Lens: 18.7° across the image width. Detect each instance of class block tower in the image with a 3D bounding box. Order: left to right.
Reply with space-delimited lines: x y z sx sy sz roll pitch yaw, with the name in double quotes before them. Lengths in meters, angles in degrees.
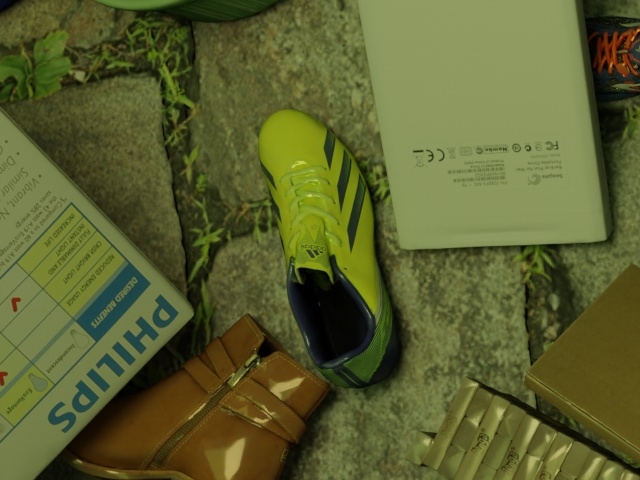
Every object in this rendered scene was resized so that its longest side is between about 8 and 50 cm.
"block tower" 0.245 0.232 1.706 0.335 0.091 0.097 27 92 25

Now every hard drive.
"hard drive" 0.145 -0.144 1.760 0.203 0.040 0.308 -2 109 23

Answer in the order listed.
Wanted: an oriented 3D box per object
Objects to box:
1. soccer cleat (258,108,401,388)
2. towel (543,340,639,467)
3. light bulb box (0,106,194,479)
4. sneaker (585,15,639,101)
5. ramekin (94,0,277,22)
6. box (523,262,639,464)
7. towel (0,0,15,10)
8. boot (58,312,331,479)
"soccer cleat" 0.001 0.000 1.834 0.093 0.121 0.289 -23 73 19
"towel" 0.277 0.125 1.710 0.110 0.027 0.148 -24 56 -19
"light bulb box" -0.383 0.048 1.797 0.358 0.361 0.225 -46 29 -8
"sneaker" 0.295 -0.170 1.750 0.221 0.087 0.083 4 82 24
"ramekin" -0.124 -0.361 1.920 0.303 0.148 0.303 -5 81 30
"box" 0.304 0.124 1.680 0.201 0.021 0.164 34 58 23
"towel" -0.398 -0.330 2.099 0.308 0.076 0.228 -38 76 14
"boot" -0.142 0.155 1.887 0.283 0.109 0.220 35 89 36
